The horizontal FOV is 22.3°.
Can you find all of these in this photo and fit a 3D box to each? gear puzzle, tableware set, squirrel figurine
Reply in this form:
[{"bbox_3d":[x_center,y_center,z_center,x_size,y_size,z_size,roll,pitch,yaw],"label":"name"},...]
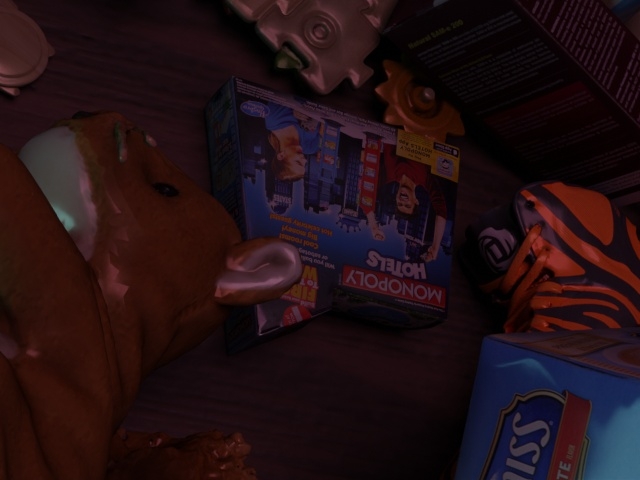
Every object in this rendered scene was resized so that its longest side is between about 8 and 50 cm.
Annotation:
[{"bbox_3d":[-0.003,-0.206,1.294,0.339,0.044,0.175,45,62,-4],"label":"gear puzzle"},{"bbox_3d":[-0.276,-0.124,1.140,0.141,0.020,0.169,34,58,-13],"label":"tableware set"},{"bbox_3d":[-0.164,0.114,0.968,0.370,0.281,0.397,-39,107,-53],"label":"squirrel figurine"}]

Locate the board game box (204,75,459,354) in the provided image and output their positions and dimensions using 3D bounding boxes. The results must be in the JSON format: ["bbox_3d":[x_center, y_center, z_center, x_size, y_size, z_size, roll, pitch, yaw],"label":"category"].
[{"bbox_3d":[0.000,0.000,1.202,0.194,0.060,0.194,17,65,-20],"label":"board game box"}]

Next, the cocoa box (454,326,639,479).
[{"bbox_3d":[0.260,0.189,1.046,0.347,0.228,0.231,2,102,-52],"label":"cocoa box"}]

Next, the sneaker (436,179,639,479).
[{"bbox_3d":[0.150,0.073,1.225,0.180,0.124,0.321,50,47,4],"label":"sneaker"}]

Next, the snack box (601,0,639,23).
[{"bbox_3d":[0.150,-0.305,1.321,0.060,0.187,0.322,-22,81,-31],"label":"snack box"}]

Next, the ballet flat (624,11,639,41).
[{"bbox_3d":[0.288,-0.090,1.373,0.086,0.086,0.248,-17,79,-30],"label":"ballet flat"}]

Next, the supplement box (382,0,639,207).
[{"bbox_3d":[0.180,-0.127,1.270,0.239,0.130,0.073,41,56,-23],"label":"supplement box"}]
